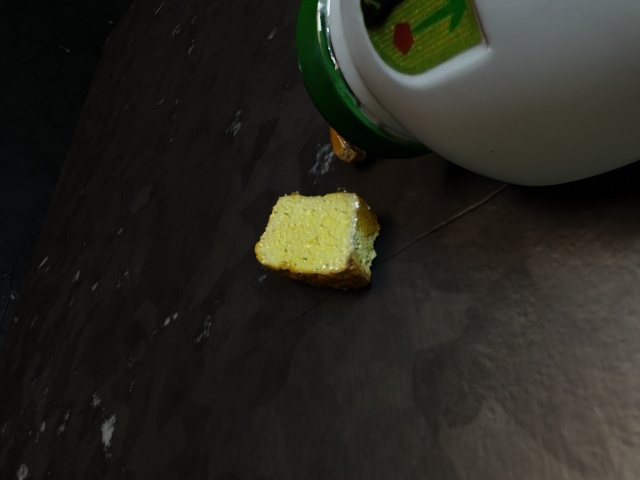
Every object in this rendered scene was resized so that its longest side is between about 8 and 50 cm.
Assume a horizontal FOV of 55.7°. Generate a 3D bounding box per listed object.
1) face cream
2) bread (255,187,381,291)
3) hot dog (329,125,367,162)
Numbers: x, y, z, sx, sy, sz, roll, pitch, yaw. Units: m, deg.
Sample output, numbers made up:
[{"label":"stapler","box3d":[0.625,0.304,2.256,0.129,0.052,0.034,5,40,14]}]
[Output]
[{"label":"face cream","box3d":[0.146,-0.196,0.449,0.357,0.219,0.312,-10,99,64]},{"label":"bread","box3d":[0.000,0.000,0.686,0.187,0.065,0.103,-3,62,54]},{"label":"hot dog","box3d":[0.046,-0.198,0.776,0.092,0.062,0.235,-38,38,36]}]
